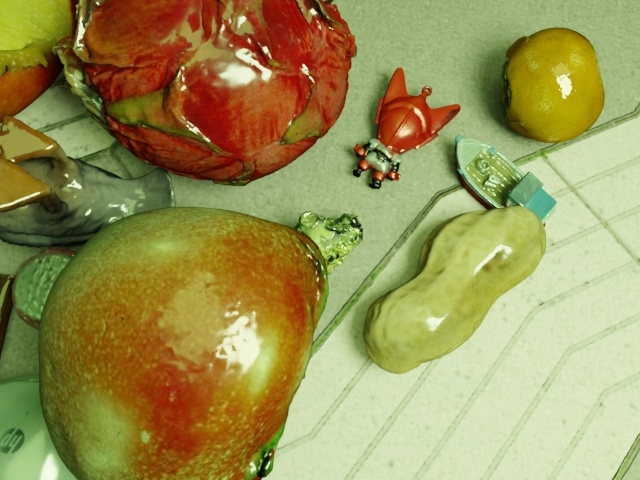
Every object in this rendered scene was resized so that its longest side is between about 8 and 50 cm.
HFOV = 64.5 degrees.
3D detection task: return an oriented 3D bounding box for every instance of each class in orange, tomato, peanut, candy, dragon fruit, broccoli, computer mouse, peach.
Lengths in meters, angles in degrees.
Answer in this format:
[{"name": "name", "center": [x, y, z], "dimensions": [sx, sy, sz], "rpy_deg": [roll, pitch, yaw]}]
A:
[{"name": "orange", "center": [0.310, -0.208, 0.693], "dimensions": [0.134, 0.154, 0.155], "rpy_deg": [-21, 72, 34]}, {"name": "tomato", "center": [-0.129, 0.100, 0.504], "dimensions": [0.238, 0.303, 0.304], "rpy_deg": [18, 74, 0]}, {"name": "peanut", "center": [0.160, 0.051, 0.625], "dimensions": [0.274, 0.111, 0.125], "rpy_deg": [-41, 76, -13]}, {"name": "candy", "center": [-0.324, 0.061, 0.628], "dimensions": [0.103, 0.043, 0.103], "rpy_deg": [1, 75, -6]}, {"name": "dragon fruit", "center": [-0.114, -0.207, 0.602], "dimensions": [0.342, 0.277, 0.277], "rpy_deg": [-34, 79, -13]}, {"name": "broccoli", "center": [0.000, 0.000, 0.642], "dimensions": [0.096, 0.092, 0.095], "rpy_deg": [11, 60, 18]}, {"name": "computer mouse", "center": [-0.324, 0.292, 0.538], "dimensions": [0.159, 0.097, 0.289], "rpy_deg": [7, 74, -4]}, {"name": "peach", "center": [-0.447, -0.235, 0.600], "dimensions": [0.257, 0.201, 0.362], "rpy_deg": [19, 48, -40]}]

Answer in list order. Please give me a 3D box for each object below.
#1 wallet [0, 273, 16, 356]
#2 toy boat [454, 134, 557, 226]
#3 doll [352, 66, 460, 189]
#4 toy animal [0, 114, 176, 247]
[{"name": "wallet", "center": [-0.430, 0.125, 0.613], "dimensions": [0.095, 0.026, 0.176], "rpy_deg": [4, 74, 0]}, {"name": "toy boat", "center": [0.247, -0.080, 0.693], "dimensions": [0.173, 0.059, 0.069], "rpy_deg": [44, 76, 9]}, {"name": "doll", "center": [0.108, -0.151, 0.705], "dimensions": [0.109, 0.057, 0.169], "rpy_deg": [34, 74, 4]}, {"name": "toy animal", "center": [-0.329, -0.057, 0.597], "dimensions": [0.298, 0.185, 0.122], "rpy_deg": [6, 70, -29]}]
